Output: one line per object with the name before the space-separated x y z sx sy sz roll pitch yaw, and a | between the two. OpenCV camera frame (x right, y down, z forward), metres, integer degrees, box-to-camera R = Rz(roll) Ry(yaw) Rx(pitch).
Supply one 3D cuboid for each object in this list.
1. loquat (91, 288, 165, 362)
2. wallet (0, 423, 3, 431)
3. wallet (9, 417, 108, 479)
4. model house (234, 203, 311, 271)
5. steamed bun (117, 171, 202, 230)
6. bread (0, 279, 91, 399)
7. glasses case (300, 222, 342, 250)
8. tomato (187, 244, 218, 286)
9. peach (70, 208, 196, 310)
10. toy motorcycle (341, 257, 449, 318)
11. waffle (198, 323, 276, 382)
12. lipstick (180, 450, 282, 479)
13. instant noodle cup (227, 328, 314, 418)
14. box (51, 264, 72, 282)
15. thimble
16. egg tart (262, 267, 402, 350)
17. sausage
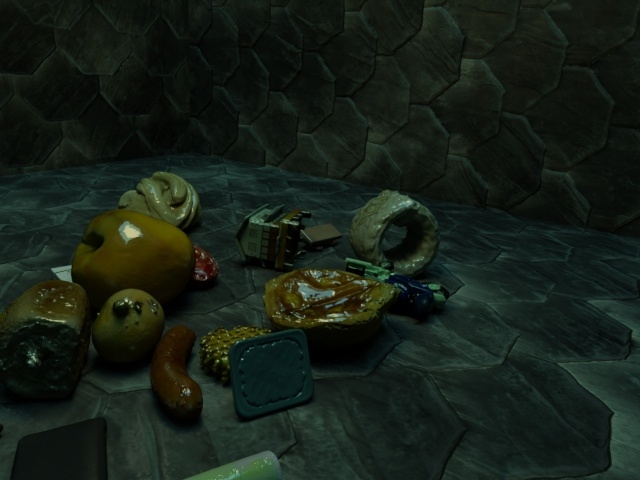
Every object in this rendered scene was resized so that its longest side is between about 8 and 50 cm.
loquat | -0.437 0.191 1.193 0.150 0.204 0.172 24 52 4
wallet | -0.705 0.330 0.952 0.245 0.025 0.124 12 20 27
wallet | -0.419 0.379 0.843 0.149 0.044 0.250 -9 22 -22
model house | -0.163 -0.020 1.848 0.216 0.198 0.224 13 20 10
steamed bun | -0.650 -0.159 2.135 0.325 0.230 0.372 1 20 1
bread | -0.584 0.204 1.093 0.176 0.195 0.246 3 18 -17
glasses case | 0.000 0.000 2.058 0.194 0.070 0.102 -14 53 -48
tomato | -0.404 0.093 1.639 0.159 0.091 0.139 33 33 2
peach | -0.495 0.065 1.430 0.308 0.288 0.289 30 -3 -42
toy motorcycle | 0.217 0.148 1.561 0.332 0.125 0.196 12 19 10
waffle | -0.184 0.258 1.219 0.193 0.070 0.197 -2 17 -16
lipstick | -0.205 0.398 0.783 0.305 0.076 0.076 -7 21 -33
instant noodle cup | -0.109 0.271 1.092 0.179 0.156 0.070 -7 -2 -29
box | -0.742 0.116 1.571 0.084 0.040 0.154 -14 25 -38
thimble | 0.259 -0.023 1.809 0.292 0.291 0.195 -3 19 -20
egg tart | 0.016 0.178 1.363 0.340 0.152 0.351 10 20 20
sausage | -0.310 0.276 1.118 0.103 0.076 0.302 -5 20 -15
